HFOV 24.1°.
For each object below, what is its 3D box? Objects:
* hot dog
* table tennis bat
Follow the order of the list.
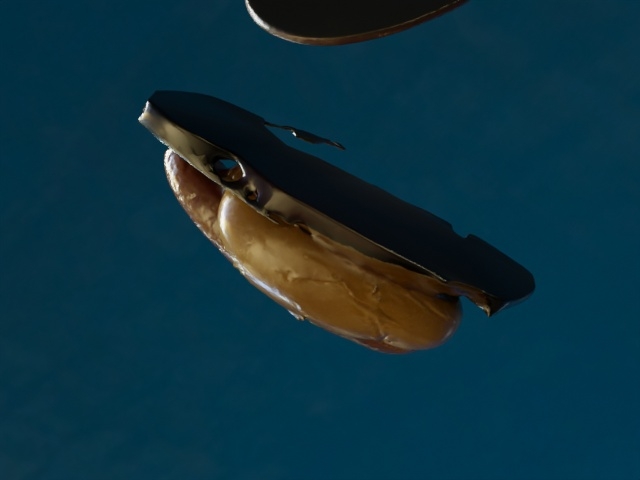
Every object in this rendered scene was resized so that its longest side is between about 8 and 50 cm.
[{"bbox_3d":[0.000,0.002,1.213,0.326,0.194,0.107,34,-70,13],"label":"hot dog"},{"bbox_3d":[0.077,-0.205,1.069,0.154,0.274,0.021,52,-20,47],"label":"table tennis bat"}]
